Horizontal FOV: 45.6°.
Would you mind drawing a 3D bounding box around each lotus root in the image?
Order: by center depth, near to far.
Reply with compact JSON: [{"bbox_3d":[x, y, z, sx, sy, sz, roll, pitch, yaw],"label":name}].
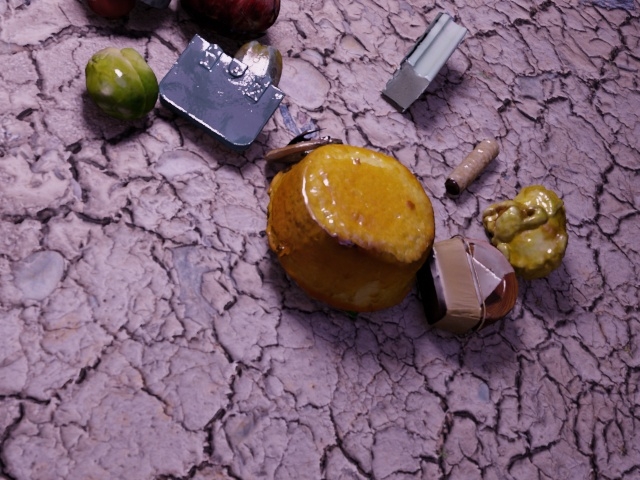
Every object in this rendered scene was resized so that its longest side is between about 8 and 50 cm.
[{"bbox_3d":[-0.149,-0.353,1.680,0.113,0.088,0.192,19,71,-9],"label":"lotus root"}]

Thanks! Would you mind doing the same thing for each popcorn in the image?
[{"bbox_3d":[0.478,-0.023,1.790,0.203,0.200,0.225,11,91,8],"label":"popcorn"}]

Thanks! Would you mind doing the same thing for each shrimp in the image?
[{"bbox_3d":[-0.013,-0.205,1.641,0.219,0.152,0.046,-12,86,-37],"label":"shrimp"}]

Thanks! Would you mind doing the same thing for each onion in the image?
[{"bbox_3d":[-0.207,-0.546,1.690,0.246,0.190,0.246,28,25,-14],"label":"onion"}]

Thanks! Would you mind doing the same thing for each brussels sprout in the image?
[{"bbox_3d":[-0.399,-0.308,1.518,0.155,0.117,0.155,19,37,-15],"label":"brussels sprout"}]

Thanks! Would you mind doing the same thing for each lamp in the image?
[{"bbox_3d":[-0.443,-0.513,1.616,0.101,0.090,0.101,1,31,-1],"label":"lamp"}]

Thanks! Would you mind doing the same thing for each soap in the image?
[{"bbox_3d":[0.258,-0.443,1.894,0.094,0.150,0.261,36,55,-2],"label":"soap"}]

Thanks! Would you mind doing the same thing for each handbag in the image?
[{"bbox_3d":[-0.207,-0.310,1.597,0.229,0.062,0.179,35,83,-3],"label":"handbag"}]

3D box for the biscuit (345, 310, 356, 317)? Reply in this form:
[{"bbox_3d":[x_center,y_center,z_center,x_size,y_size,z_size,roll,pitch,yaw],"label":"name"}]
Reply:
[{"bbox_3d":[0.070,0.116,1.595,0.046,0.016,0.089,34,55,-8],"label":"biscuit"}]

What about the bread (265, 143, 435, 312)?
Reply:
[{"bbox_3d":[0.072,-0.034,1.552,0.358,0.204,0.336,17,58,-22],"label":"bread"}]

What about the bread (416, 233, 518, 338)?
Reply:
[{"bbox_3d":[0.322,0.096,1.656,0.212,0.142,0.224,1,64,-22],"label":"bread"}]

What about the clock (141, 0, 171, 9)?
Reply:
[{"bbox_3d":[-0.407,-0.577,1.625,0.215,0.042,0.215,35,20,-15],"label":"clock"}]

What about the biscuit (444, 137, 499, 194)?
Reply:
[{"bbox_3d":[0.373,-0.179,1.875,0.219,0.055,0.061,-43,124,-34],"label":"biscuit"}]
